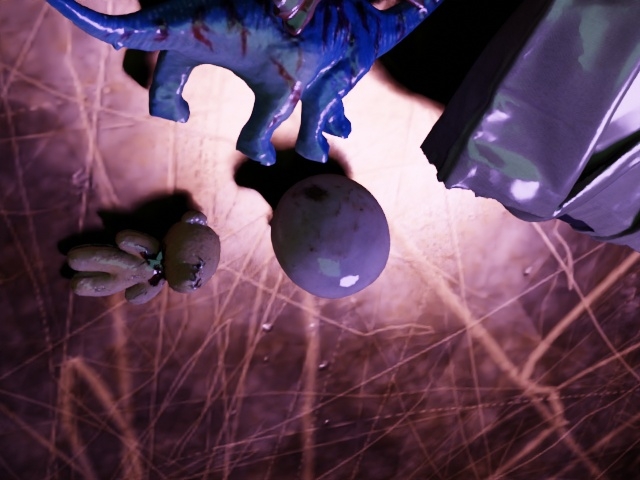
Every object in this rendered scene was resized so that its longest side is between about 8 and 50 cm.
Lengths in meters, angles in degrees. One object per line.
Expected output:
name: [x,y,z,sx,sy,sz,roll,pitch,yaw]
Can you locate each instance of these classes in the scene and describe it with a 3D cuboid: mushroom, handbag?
mushroom: [0.000,0.000,1.000,0.085,0.085,0.079,12,163,-34]
handbag: [0.227,-0.100,0.991,0.316,0.109,0.253,15,124,-44]

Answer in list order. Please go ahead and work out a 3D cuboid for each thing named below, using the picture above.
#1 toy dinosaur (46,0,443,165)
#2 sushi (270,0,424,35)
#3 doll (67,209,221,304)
toy dinosaur: [-0.022,-0.106,0.887,0.329,0.076,0.144,-8,124,-25]
sushi: [0.026,-0.265,0.732,0.124,0.130,0.332,-9,130,-21]
doll: [-0.111,0.013,0.977,0.093,0.051,0.061,3,133,7]
